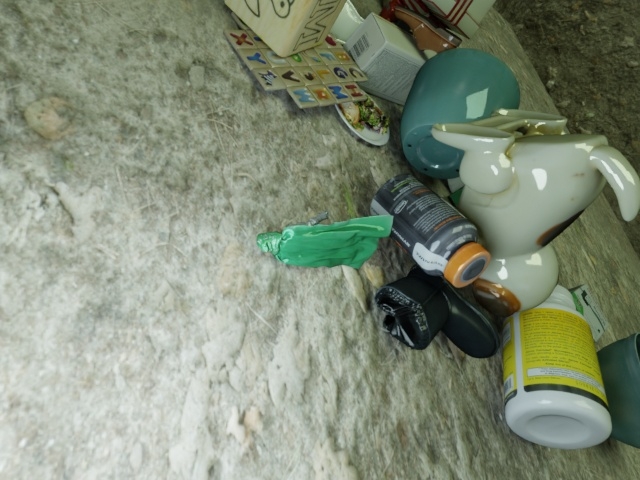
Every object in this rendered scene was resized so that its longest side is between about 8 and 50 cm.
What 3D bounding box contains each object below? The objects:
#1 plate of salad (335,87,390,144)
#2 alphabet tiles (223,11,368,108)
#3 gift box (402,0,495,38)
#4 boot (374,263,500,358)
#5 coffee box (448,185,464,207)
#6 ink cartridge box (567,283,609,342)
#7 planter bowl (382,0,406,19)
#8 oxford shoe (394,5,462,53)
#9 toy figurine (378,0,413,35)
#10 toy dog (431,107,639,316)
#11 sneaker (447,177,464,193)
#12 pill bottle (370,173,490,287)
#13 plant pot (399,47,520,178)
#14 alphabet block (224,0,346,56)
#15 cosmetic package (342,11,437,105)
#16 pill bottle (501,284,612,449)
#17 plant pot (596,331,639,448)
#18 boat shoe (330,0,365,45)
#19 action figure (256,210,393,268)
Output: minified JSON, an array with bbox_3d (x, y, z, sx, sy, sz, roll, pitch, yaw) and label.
[{"bbox_3d":[0.113,-0.334,1.068,0.200,0.048,0.199,23,49,-30],"label":"plate of salad"},{"bbox_3d":[-0.042,-0.427,0.972,0.343,0.011,0.285,-24,75,-42],"label":"alphabet tiles"},{"bbox_3d":[0.392,-0.799,1.285,0.255,0.258,0.276,16,29,-37],"label":"gift box"},{"bbox_3d":[0.224,0.163,0.800,0.246,0.094,0.207,53,37,9],"label":"boot"},{"bbox_3d":[0.460,-0.083,1.171,0.184,0.113,0.040,54,12,2],"label":"coffee box"},{"bbox_3d":[0.799,0.231,1.294,0.208,0.087,0.153,-9,70,-46],"label":"ink cartridge box"},{"bbox_3d":[0.309,-0.918,1.593,0.162,0.109,0.162,23,50,-30],"label":"planter bowl"},{"bbox_3d":[0.272,-0.559,1.119,0.212,0.076,0.076,45,40,16],"label":"oxford shoe"},{"bbox_3d":[0.273,-0.663,1.373,0.213,0.148,0.209,57,35,6],"label":"toy figurine"},{"bbox_3d":[0.427,-0.043,0.890,0.285,0.395,0.407,-27,127,-36],"label":"toy dog"},{"bbox_3d":[0.449,-0.153,1.251,0.212,0.080,0.094,45,29,-19],"label":"sneaker"},{"bbox_3d":[0.216,-0.019,0.823,0.130,0.130,0.245,6,33,-40],"label":"pill bottle"},{"bbox_3d":[0.343,-0.307,1.097,0.293,0.293,0.235,40,60,-16],"label":"plant pot"},{"bbox_3d":[-0.058,-0.558,0.910,0.192,0.197,0.193,45,46,3],"label":"alphabet block"},{"bbox_3d":[0.212,-0.497,1.185,0.309,0.160,0.113,0,64,-44],"label":"cosmetic package"},{"bbox_3d":[0.509,0.261,0.929,0.188,0.188,0.334,39,44,-16],"label":"pill bottle"},{"bbox_3d":[0.811,0.413,1.101,0.293,0.196,0.293,23,51,-31],"label":"plant pot"},{"bbox_3d":[0.078,-0.614,1.212,0.320,0.116,0.099,16,10,-27],"label":"boat shoe"},{"bbox_3d":[0.000,0.000,0.706,0.232,0.137,0.063,-2,41,-34],"label":"action figure"}]
